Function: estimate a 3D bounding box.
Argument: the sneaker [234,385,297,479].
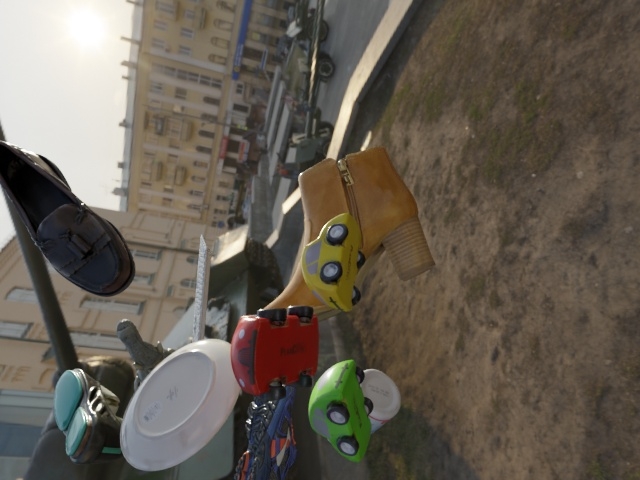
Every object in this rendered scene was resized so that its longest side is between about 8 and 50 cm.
[{"bbox_3d":[-0.079,0.335,0.733,0.083,0.087,0.221,4,76,55],"label":"sneaker"}]

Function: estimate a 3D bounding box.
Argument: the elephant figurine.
[{"bbox_3d":[-0.326,0.291,0.921,0.186,0.239,0.169,-57,-21,20],"label":"elephant figurine"}]

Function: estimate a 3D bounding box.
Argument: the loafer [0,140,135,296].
[{"bbox_3d":[-0.404,-0.035,0.654,0.109,0.302,0.095,-43,-15,-9],"label":"loafer"}]

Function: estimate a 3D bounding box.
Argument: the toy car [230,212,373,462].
[{"bbox_3d":[0.001,0.113,0.407,0.239,0.053,0.224,-50,-49,-56],"label":"toy car"}]

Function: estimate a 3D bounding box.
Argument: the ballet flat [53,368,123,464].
[{"bbox_3d":[-0.406,0.315,0.768,0.280,0.096,0.095,14,76,54],"label":"ballet flat"}]

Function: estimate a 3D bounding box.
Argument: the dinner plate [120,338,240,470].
[{"bbox_3d":[-0.143,0.155,0.435,0.141,0.141,0.017,-100,-17,-53],"label":"dinner plate"}]

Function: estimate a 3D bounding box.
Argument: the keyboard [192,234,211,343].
[{"bbox_3d":[-0.234,0.119,0.837,0.072,0.014,0.256,40,125,54],"label":"keyboard"}]

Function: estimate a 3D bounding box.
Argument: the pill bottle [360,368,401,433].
[{"bbox_3d":[0.066,0.304,0.769,0.087,0.087,0.160,-95,27,-45],"label":"pill bottle"}]

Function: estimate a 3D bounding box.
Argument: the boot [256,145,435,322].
[{"bbox_3d":[0.000,-0.001,0.641,0.211,0.295,0.104,66,-174,17],"label":"boot"}]
